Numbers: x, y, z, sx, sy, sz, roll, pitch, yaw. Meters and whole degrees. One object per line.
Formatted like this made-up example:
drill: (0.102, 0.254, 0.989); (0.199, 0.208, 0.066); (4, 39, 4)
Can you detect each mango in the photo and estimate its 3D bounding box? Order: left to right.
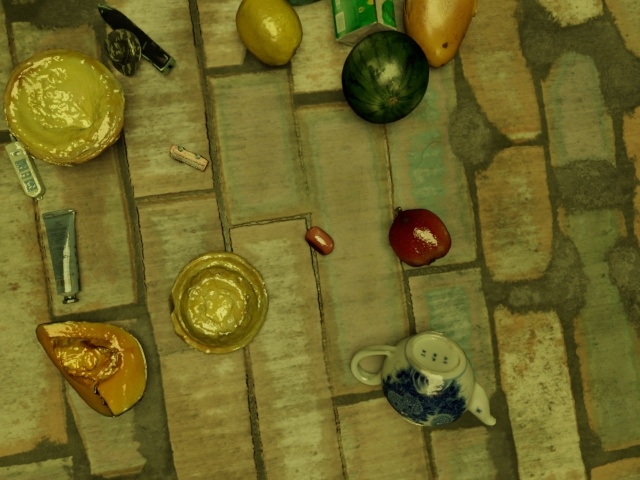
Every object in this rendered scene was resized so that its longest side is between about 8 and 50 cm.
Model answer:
mango: (0.331, -0.647, 1.353); (0.191, 0.160, 0.290); (-1, 100, -13)

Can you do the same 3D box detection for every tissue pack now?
tissue pack: (0.131, -0.674, 1.337); (0.156, 0.148, 0.208); (-7, 90, -47)

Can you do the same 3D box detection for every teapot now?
teapot: (0.287, 0.403, 1.317); (0.425, 0.252, 0.279); (16, 126, 12)

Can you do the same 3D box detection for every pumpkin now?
pumpkin: (-0.600, 0.315, 1.277); (0.312, 0.148, 0.169); (55, 44, -8)

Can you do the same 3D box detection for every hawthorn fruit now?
hawthorn fruit: (0.276, -0.019, 1.340); (0.169, 0.169, 0.188); (-27, 89, -6)

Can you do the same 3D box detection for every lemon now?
lemon: (-0.140, -0.580, 1.290); (0.170, 0.170, 0.207); (-39, 93, -5)

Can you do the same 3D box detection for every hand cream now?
hand cream: (-0.693, 0.044, 1.283); (0.088, 0.055, 0.255); (-10, 89, 1)

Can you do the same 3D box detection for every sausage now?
sausage: (0.000, 0.000, 1.358); (0.094, 0.059, 0.054); (41, 68, -2)

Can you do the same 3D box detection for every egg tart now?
egg tart: (-0.663, -0.347, 1.254); (0.315, 0.120, 0.314); (0, 88, -7)
egg tart: (-0.283, 0.175, 1.301); (0.291, 0.115, 0.289); (0, 89, -5)

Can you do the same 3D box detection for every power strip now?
power strip: (-0.800, -0.199, 1.282); (0.048, 0.030, 0.191); (-23, 93, -7)

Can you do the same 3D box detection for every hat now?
hat: (-0.540, -0.506, 1.278); (0.121, 0.050, 0.121); (5, 111, 13)

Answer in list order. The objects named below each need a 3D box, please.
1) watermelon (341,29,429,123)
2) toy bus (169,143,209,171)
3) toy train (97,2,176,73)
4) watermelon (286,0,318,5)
watermelon: (0.174, -0.441, 1.286); (0.243, 0.242, 0.242); (0, 90, -6)
toy bus: (-0.370, -0.232, 1.330); (0.110, 0.031, 0.043); (24, 94, -6)
toy train: (-0.509, -0.564, 1.307); (0.252, 0.048, 0.055); (43, 106, 0)
watermelon: (-0.073, -0.789, 1.345); (0.154, 0.094, 0.240); (-13, 90, 4)
